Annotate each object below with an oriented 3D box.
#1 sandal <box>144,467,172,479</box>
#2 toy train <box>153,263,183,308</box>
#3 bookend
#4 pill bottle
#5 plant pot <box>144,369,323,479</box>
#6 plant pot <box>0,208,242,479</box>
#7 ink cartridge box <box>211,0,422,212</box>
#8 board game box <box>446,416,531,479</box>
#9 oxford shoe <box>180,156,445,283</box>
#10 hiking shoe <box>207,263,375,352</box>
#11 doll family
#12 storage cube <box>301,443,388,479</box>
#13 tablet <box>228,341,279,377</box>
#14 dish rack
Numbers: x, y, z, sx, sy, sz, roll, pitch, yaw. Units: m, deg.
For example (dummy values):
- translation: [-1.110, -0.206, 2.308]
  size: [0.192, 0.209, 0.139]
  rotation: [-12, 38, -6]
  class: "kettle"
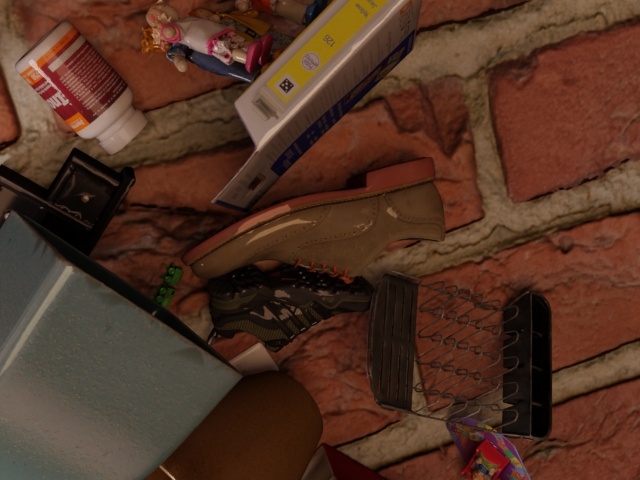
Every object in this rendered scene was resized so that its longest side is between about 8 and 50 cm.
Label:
- translation: [-0.248, 0.329, 1.367]
  size: [0.102, 0.076, 0.265]
  rotation: [-18, 89, -30]
  class: "sandal"
- translation: [-0.204, 0.070, 1.326]
  size: [0.024, 0.017, 0.083]
  rotation: [19, 101, -28]
  class: "toy train"
- translation: [-0.333, -0.054, 1.229]
  size: [0.156, 0.072, 0.157]
  rotation: [32, 96, -19]
  class: "bookend"
- translation: [-0.280, -0.178, 1.198]
  size: [0.086, 0.086, 0.152]
  rotation: [-42, 110, 1]
  class: "pill bottle"
- translation: [-0.118, 0.282, 1.286]
  size: [0.254, 0.237, 0.237]
  rotation: [-35, 115, -39]
  class: "plant pot"
- translation: [-0.288, 0.155, 1.112]
  size: [0.247, 0.248, 0.252]
  rotation: [38, 85, -31]
  class: "plant pot"
- translation: [-0.014, -0.165, 1.153]
  size: [0.307, 0.303, 0.072]
  rotation: [-43, 88, 1]
  class: "ink cartridge box"
- translation: [0.238, 0.329, 1.443]
  size: [0.033, 0.133, 0.168]
  rotation: [-39, 114, -29]
  class: "board game box"
- translation: [0.000, 0.000, 1.282]
  size: [0.348, 0.123, 0.130]
  rotation: [-18, 93, -7]
  class: "oxford shoe"
- translation: [-0.040, 0.090, 1.347]
  size: [0.227, 0.086, 0.114]
  rotation: [1, 123, -12]
  class: "hiking shoe"
- translation: [-0.114, -0.230, 1.167]
  size: [0.163, 0.263, 0.118]
  rotation: [21, 123, 13]
  class: "doll family"
- translation: [0.043, 0.433, 1.402]
  size: [0.193, 0.183, 0.215]
  rotation: [33, 97, -18]
  class: "storage cube"
- translation: [-0.104, 0.182, 1.387]
  size: [0.083, 0.006, 0.054]
  rotation: [-32, 111, -2]
  class: "tablet"
- translation: [0.186, 0.150, 1.349]
  size: [0.271, 0.074, 0.208]
  rotation: [17, 63, -27]
  class: "dish rack"
